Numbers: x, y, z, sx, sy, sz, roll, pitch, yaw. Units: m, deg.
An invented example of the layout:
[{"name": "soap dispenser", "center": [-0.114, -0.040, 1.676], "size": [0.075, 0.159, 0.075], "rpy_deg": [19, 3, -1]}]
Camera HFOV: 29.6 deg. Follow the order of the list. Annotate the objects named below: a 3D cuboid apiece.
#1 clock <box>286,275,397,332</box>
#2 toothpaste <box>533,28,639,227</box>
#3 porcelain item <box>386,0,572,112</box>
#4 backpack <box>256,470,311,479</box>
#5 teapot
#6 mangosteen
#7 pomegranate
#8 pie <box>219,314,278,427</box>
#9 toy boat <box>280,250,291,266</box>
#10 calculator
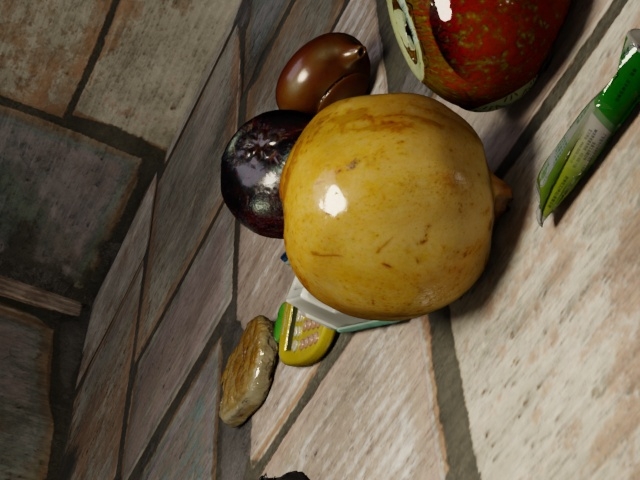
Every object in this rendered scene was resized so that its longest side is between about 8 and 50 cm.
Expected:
[{"name": "clock", "center": [0.061, -0.006, 1.611], "size": [0.262, 0.116, 0.231], "rpy_deg": [-20, 50, 67]}, {"name": "toothpaste", "center": [0.276, -0.123, 1.200], "size": [0.078, 0.046, 0.248], "rpy_deg": [-85, 20, -54]}, {"name": "porcelain item", "center": [0.202, -0.278, 1.403], "size": [0.253, 0.253, 0.253], "rpy_deg": [-57, 21, 35]}, {"name": "backpack", "center": [-0.037, 0.371, 1.490], "size": [0.120, 0.105, 0.165], "rpy_deg": [-119, 31, -41]}, {"name": "teapot", "center": [0.010, -0.238, 2.021], "size": [0.135, 0.178, 0.252], "rpy_deg": [49, 135, 27]}, {"name": "mangosteen", "center": [-0.050, -0.095, 1.948], "size": [0.216, 0.216, 0.216], "rpy_deg": [-57, 21, 35]}, {"name": "pomegranate", "center": [0.083, -0.036, 1.358], "size": [0.264, 0.264, 0.264], "rpy_deg": [-57, 21, 35]}, {"name": "pie", "center": [-0.120, 0.214, 2.035], "size": [0.195, 0.046, 0.195], "rpy_deg": [-56, 23, 39]}, {"name": "toy boat", "center": [0.000, 0.000, 1.887], "size": [0.229, 0.080, 0.046], "rpy_deg": [-39, 69, 61]}, {"name": "calculator", "center": [-0.022, 0.120, 1.837], "size": [0.235, 0.032, 0.146], "rpy_deg": [163, 118, -69]}]
